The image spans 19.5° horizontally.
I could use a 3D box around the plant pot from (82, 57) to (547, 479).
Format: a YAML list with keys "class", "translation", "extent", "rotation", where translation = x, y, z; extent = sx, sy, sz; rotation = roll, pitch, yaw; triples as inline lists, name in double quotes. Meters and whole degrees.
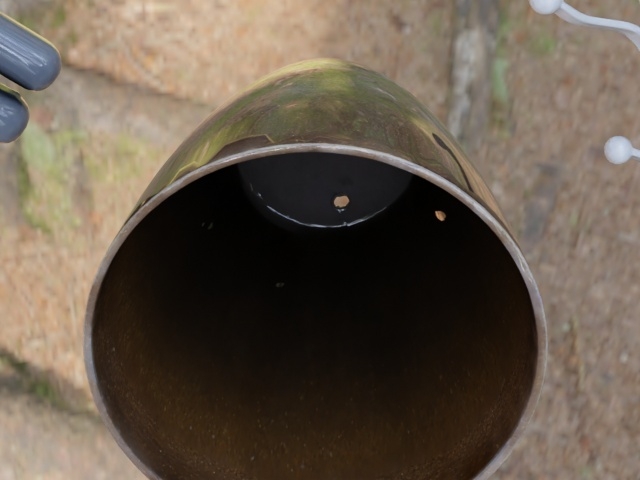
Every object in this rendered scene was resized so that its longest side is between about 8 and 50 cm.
- class: "plant pot"
  translation: [0.000, 0.000, 0.962]
  extent: [0.215, 0.215, 0.230]
  rotation: [4, 28, 0]

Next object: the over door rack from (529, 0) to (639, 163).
- class: "over door rack"
  translation: [0.225, -0.204, 1.089]
  extent: [0.108, 0.239, 0.324]
  rotation: [-15, 98, -32]

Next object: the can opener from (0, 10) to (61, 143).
- class: "can opener"
  translation: [-0.280, -0.146, 1.051]
  extent: [0.283, 0.095, 0.076]
  rotation: [31, 97, -17]
